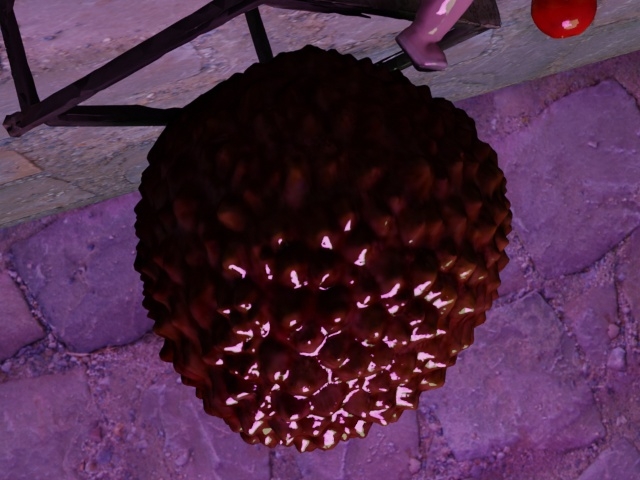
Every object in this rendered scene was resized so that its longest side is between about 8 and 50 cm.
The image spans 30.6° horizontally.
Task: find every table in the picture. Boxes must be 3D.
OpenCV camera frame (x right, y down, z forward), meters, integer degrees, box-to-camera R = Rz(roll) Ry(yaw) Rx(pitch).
[{"bbox_3d":[-0.069,-0.233,0.963,0.272,0.222,0.335,-20,173,35],"label":"table"}]

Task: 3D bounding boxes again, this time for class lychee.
[{"bbox_3d":[0.000,0.000,0.904,0.306,0.330,0.306,9,158,3],"label":"lychee"}]

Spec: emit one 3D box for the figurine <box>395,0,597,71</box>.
[{"bbox_3d":[0.123,-0.267,0.808,0.186,0.287,0.176,-2,174,-2],"label":"figurine"}]
